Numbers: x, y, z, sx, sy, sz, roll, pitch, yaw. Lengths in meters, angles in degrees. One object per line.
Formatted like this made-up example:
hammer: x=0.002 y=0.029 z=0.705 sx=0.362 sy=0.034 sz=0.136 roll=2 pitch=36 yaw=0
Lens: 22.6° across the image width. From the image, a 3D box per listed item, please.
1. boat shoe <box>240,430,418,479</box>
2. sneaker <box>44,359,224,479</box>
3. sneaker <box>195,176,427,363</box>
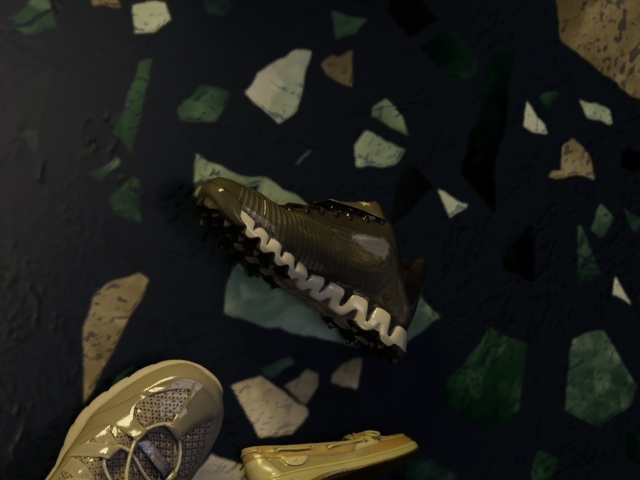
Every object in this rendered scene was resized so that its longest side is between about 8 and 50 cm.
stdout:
boat shoe: x=0.009 y=0.179 z=1.329 sx=0.153 sy=0.056 sz=0.048 roll=-12 pitch=68 yaw=-22
sneaker: x=-0.164 y=0.209 z=1.201 sx=0.281 sy=0.115 sz=0.105 roll=-49 pitch=112 yaw=-17
sneaker: x=0.000 y=0.000 z=1.303 sx=0.234 sy=0.078 sz=0.106 roll=37 pitch=73 yaw=-28
